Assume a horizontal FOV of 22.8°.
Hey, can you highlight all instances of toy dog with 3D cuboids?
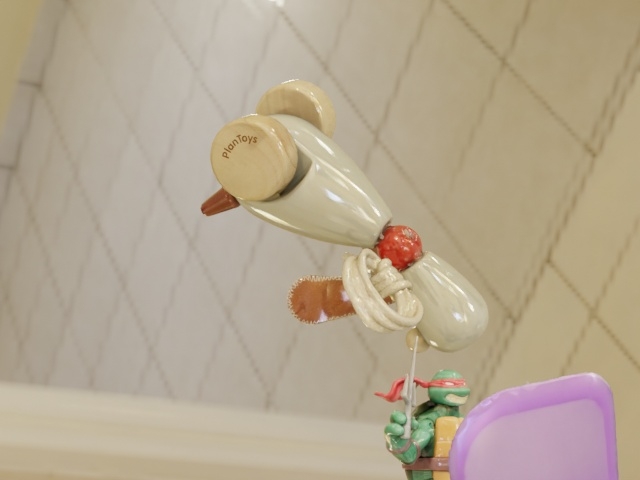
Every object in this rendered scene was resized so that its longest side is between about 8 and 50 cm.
[{"bbox_3d":[0.000,0.000,1.587,0.161,0.220,0.334,-45,66,30],"label":"toy dog"}]

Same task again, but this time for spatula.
[{"bbox_3d":[0.115,0.208,0.681,0.030,0.084,0.297,147,114,-68],"label":"spatula"}]

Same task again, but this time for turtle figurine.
[{"bbox_3d":[0.128,0.207,1.480,0.118,0.175,0.234,166,105,-71],"label":"turtle figurine"}]
